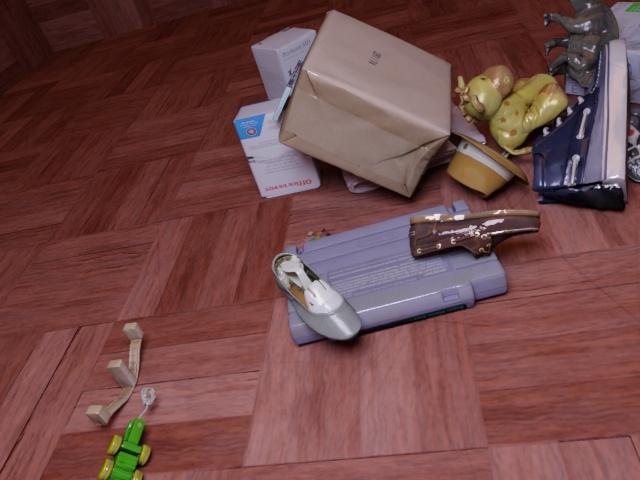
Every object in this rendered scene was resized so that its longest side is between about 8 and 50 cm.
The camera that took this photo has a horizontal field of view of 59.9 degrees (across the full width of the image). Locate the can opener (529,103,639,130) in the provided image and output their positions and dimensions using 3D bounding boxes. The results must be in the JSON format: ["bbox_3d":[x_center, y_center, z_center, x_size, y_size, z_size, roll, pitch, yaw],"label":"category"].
[{"bbox_3d":[0.531,-0.275,1.187,0.280,0.093,0.074,19,49,33],"label":"can opener"}]

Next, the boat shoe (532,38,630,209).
[{"bbox_3d":[0.477,-0.217,1.021,0.158,0.127,0.341,0,64,32],"label":"boat shoe"}]

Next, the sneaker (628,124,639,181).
[{"bbox_3d":[0.586,-0.174,1.050,0.068,0.071,0.170,-28,47,24],"label":"sneaker"}]

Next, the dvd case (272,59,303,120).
[{"bbox_3d":[-0.068,-0.314,1.160,0.013,0.087,0.119,25,43,-8],"label":"dvd case"}]

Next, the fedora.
[{"bbox_3d":[0.305,-0.135,1.075,0.079,0.194,0.194,-57,39,9],"label":"fedora"}]

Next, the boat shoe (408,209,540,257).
[{"bbox_3d":[0.245,-0.007,0.892,0.206,0.073,0.073,-5,76,23],"label":"boat shoe"}]

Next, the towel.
[{"bbox_3d":[0.188,-0.250,1.328,0.316,0.053,0.332,-16,37,2],"label":"towel"}]

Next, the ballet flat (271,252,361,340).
[{"bbox_3d":[-0.017,0.082,0.880,0.072,0.068,0.213,-32,38,-18],"label":"ballet flat"}]

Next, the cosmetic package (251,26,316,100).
[{"bbox_3d":[-0.089,-0.532,1.700,0.151,0.184,0.151,-36,40,-22],"label":"cosmetic package"}]

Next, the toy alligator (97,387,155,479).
[{"bbox_3d":[-0.285,0.308,0.820,0.051,0.056,0.190,-48,23,32],"label":"toy alligator"}]

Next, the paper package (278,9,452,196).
[{"bbox_3d":[0.103,-0.291,1.137,0.309,0.168,0.325,22,42,-5],"label":"paper package"}]

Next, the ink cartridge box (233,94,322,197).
[{"bbox_3d":[-0.091,-0.214,1.277,0.148,0.203,0.086,-9,35,12],"label":"ink cartridge box"}]

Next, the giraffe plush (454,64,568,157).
[{"bbox_3d":[0.359,-0.279,1.123,0.210,0.170,0.181,-57,22,-2],"label":"giraffe plush"}]

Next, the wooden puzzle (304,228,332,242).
[{"bbox_3d":[0.000,0.000,1.125,0.049,0.006,0.083,-29,38,-14],"label":"wooden puzzle"}]

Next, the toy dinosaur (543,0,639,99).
[{"bbox_3d":[0.561,-0.418,1.174,0.160,0.121,0.314,-3,76,20],"label":"toy dinosaur"}]

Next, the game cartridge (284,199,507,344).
[{"bbox_3d":[0.115,0.053,0.967,0.354,0.068,0.230,-15,40,5],"label":"game cartridge"}]

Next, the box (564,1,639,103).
[{"bbox_3d":[0.728,-0.429,1.265,0.262,0.127,0.231,-40,43,-25],"label":"box"}]

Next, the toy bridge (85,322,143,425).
[{"bbox_3d":[-0.332,0.225,0.932,0.026,0.063,0.188,-9,39,13],"label":"toy bridge"}]
